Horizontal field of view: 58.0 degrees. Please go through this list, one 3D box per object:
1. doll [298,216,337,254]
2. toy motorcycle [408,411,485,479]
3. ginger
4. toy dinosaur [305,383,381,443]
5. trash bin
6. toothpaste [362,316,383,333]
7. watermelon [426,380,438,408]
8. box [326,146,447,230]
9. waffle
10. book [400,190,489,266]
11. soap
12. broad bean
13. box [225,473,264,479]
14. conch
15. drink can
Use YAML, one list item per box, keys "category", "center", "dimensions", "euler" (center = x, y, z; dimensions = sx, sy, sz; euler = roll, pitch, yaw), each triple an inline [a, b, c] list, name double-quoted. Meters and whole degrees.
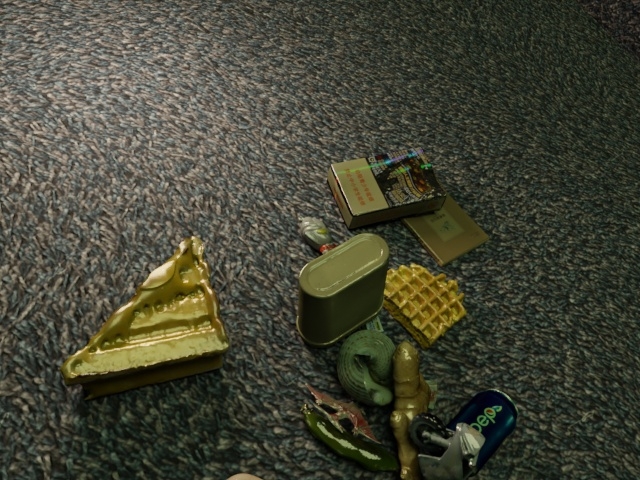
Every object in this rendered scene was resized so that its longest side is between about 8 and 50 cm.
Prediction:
- category: "doll"
  center: [0.000, 0.000, 1.580]
  dimensions: [0.180, 0.079, 0.094]
  euler: [53, 29, 15]
- category: "toy motorcycle"
  center: [0.283, 0.481, 1.198]
  dimensions: [0.106, 0.159, 0.271]
  euler: [-27, 99, -61]
- category: "ginger"
  center: [0.203, 0.398, 1.299]
  dimensions: [0.081, 0.148, 0.334]
  euler: [-3, 71, 21]
- category: "toy dinosaur"
  center: [0.051, 0.387, 1.300]
  dimensions: [0.220, 0.032, 0.108]
  euler: [30, 25, 30]
- category: "trash bin"
  center: [0.051, 0.120, 1.365]
  dimensions: [0.243, 0.248, 0.121]
  euler: [-30, 61, -18]
- category: "toothpaste"
  center: [0.115, 0.174, 1.504]
  dimensions: [0.046, 0.034, 0.164]
  euler: [-5, 56, -21]
- category: "watermelon"
  center: [0.257, 0.356, 1.393]
  dimensions: [0.085, 0.061, 0.085]
  euler: [20, 47, -22]
- category: "box"
  center: [0.194, -0.159, 1.721]
  dimensions: [0.309, 0.084, 0.198]
  euler: [-13, 60, -16]
- category: "waffle"
  center: [0.282, 0.149, 1.560]
  dimensions: [0.219, 0.057, 0.229]
  euler: [-29, 66, -33]
- category: "book"
  center: [0.345, -0.077, 1.771]
  dimensions: [0.216, 0.021, 0.310]
  euler: [-24, 64, -31]
- category: "soap"
  center: [-0.401, 0.159, 1.273]
  dimensions: [0.338, 0.169, 0.305]
  euler: [-8, 57, -24]
- category: "broad bean"
  center: [0.060, 0.449, 1.275]
  dimensions: [0.254, 0.047, 0.065]
  euler: [29, 39, 6]
- category: "box"
  center: [-0.157, 0.553, 1.104]
  dimensions: [0.145, 0.088, 0.200]
  euler: [26, 50, 1]
- category: "conch"
  center: [0.098, 0.292, 1.344]
  dimensions: [0.199, 0.131, 0.173]
  euler: [22, 69, -49]
- category: "drink can"
  center: [0.363, 0.439, 1.331]
  dimensions: [0.204, 0.118, 0.118]
  euler: [-33, 69, -33]
